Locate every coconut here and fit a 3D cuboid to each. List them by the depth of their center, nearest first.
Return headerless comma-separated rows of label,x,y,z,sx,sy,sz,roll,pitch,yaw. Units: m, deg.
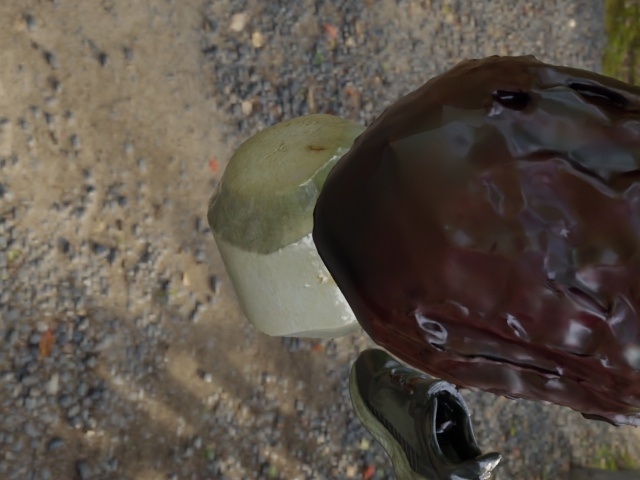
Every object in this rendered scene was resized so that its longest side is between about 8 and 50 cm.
coconut,0.000,0.000,0.928,0.202,0.202,0.222,-62,141,-42

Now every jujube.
jujube,0.185,0.003,0.712,0.258,0.376,0.259,17,90,-79

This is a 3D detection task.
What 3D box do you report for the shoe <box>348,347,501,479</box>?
shoe,0.117,0.194,1.026,0.099,0.112,0.228,3,46,-37
